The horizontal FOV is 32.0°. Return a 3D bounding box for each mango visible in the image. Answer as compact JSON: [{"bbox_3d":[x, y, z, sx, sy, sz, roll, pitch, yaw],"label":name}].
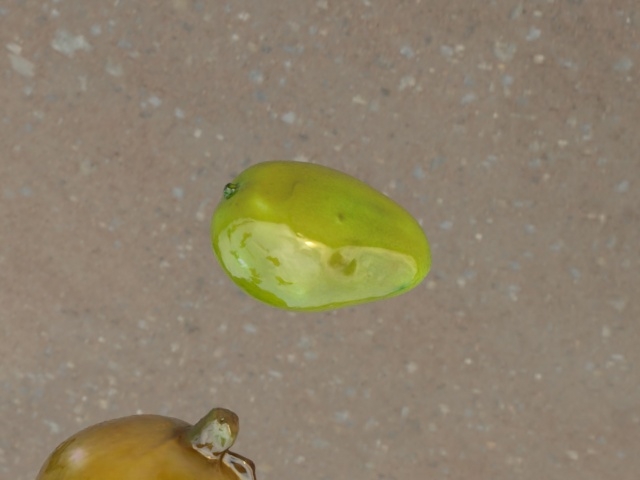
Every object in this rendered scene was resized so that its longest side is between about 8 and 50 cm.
[{"bbox_3d":[-0.006,-0.006,1.325,0.273,0.185,0.149,-2,140,-35],"label":"mango"}]

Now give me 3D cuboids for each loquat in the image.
[{"bbox_3d":[-0.213,0.365,1.462,0.328,0.328,0.359,30,107,-15],"label":"loquat"}]
